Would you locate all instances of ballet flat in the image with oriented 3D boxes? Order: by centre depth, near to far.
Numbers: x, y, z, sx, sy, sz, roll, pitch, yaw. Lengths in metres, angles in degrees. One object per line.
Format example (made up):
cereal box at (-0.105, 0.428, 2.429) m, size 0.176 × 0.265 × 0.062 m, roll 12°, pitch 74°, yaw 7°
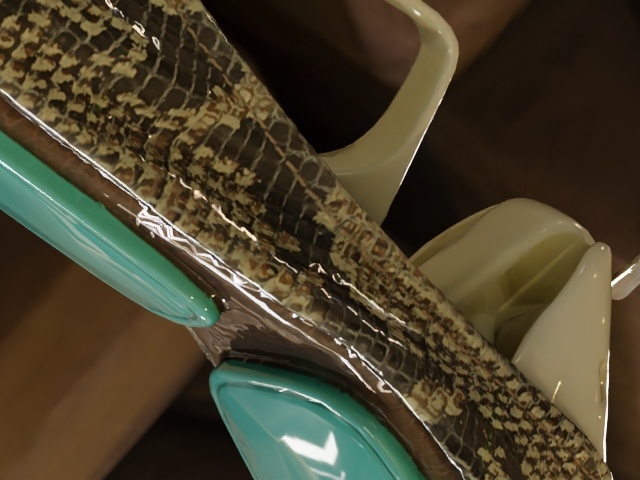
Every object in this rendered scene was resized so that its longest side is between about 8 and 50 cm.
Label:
ballet flat at (0.000, 0.000, 0.686) m, size 0.182 × 0.164 × 0.483 m, roll -48°, pitch 115°, yaw -17°

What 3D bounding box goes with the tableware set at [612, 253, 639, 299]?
tableware set at (0.203, 0.021, 0.772) m, size 0.194 × 0.128 × 0.039 m, roll 123°, pitch -14°, yaw -60°
